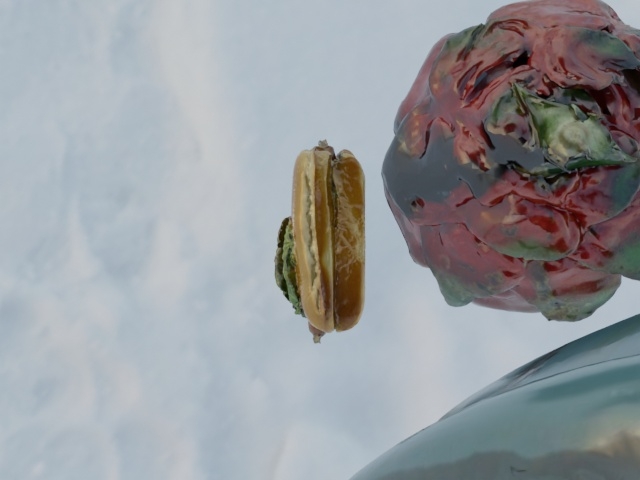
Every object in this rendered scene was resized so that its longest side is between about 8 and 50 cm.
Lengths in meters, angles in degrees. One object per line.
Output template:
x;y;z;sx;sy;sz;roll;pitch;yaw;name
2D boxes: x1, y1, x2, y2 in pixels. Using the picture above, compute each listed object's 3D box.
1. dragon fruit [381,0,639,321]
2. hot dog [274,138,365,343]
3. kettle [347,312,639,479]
0.120;-0.041;0.967;0.182;0.189;0.182;-10;41;9;dragon fruit
0.000;0.000;1.156;0.056;0.041;0.133;6;80;-38;hot dog
0.152;0.107;0.538;0.319;0.342;0.247;9;67;-21;kettle
